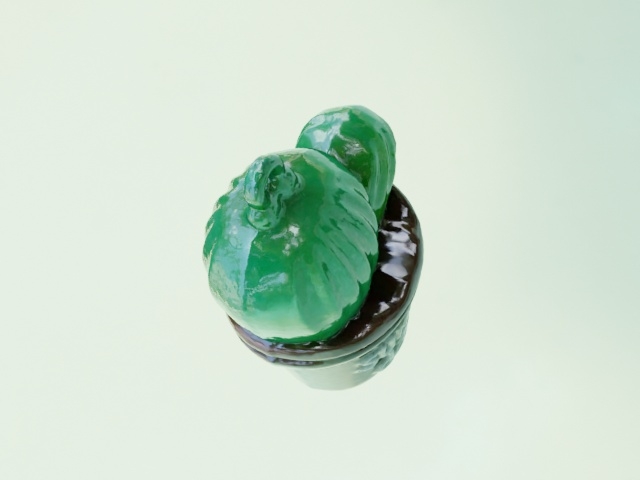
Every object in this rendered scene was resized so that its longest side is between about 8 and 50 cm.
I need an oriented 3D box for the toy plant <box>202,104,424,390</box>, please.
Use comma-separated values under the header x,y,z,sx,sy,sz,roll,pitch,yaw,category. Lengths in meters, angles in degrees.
x,y,z,sx,sy,sz,roll,pitch,yaw,category
0.000,0.000,1.001,0.105,0.200,0.143,21,63,20,toy plant
